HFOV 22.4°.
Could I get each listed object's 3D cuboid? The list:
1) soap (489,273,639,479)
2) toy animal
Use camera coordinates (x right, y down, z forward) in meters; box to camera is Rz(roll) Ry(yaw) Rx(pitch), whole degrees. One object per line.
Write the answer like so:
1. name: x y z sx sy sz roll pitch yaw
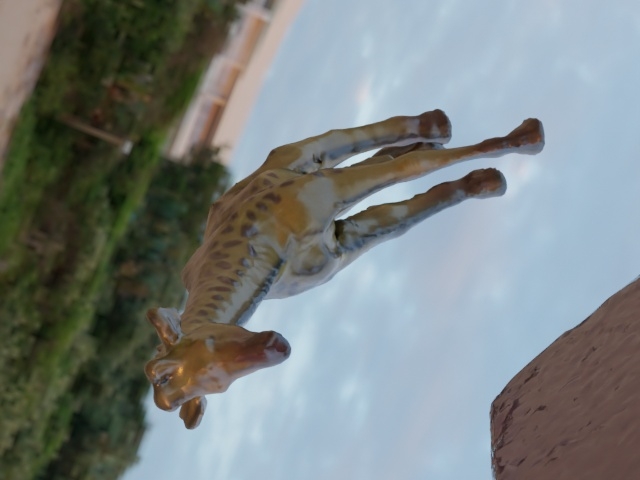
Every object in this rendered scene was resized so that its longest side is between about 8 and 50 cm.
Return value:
1. soap: 0.168 0.038 0.304 0.285 0.107 0.296 -40 -168 14
2. toy animal: -0.008 0.000 0.678 0.149 0.054 0.275 -1 -161 38
